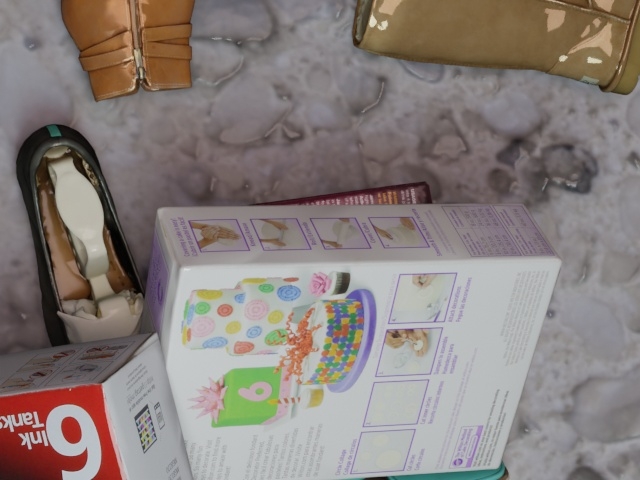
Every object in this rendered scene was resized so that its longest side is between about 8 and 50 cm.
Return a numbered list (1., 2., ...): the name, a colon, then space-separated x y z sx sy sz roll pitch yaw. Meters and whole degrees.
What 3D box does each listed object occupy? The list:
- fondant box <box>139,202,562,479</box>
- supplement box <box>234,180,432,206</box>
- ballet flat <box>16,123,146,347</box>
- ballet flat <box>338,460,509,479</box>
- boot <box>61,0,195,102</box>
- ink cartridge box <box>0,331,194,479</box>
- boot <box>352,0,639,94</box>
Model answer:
1. fondant box: 0.015 0.089 1.462 0.330 0.096 0.238 -2 126 -20
2. supplement box: 0.000 0.000 1.533 0.188 0.104 0.080 -8 91 -14
3. ballet flat: -0.200 0.035 1.488 0.095 0.096 0.280 -21 93 -14
4. ballet flat: 0.045 0.227 1.558 0.249 0.086 0.086 4 87 -12
5. boot: -0.130 -0.210 1.527 0.197 0.073 0.152 -13 90 -2
6. ink cartridge box: -0.257 0.237 1.369 0.310 0.130 0.271 -10 103 17
7. boot: 0.183 -0.265 1.595 0.270 0.089 0.236 11 85 -12
